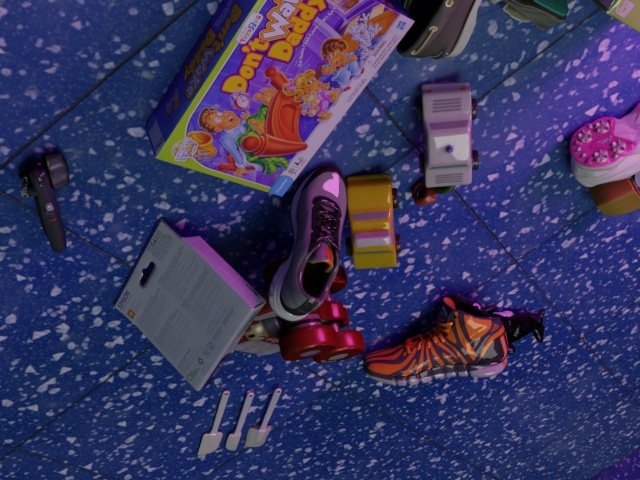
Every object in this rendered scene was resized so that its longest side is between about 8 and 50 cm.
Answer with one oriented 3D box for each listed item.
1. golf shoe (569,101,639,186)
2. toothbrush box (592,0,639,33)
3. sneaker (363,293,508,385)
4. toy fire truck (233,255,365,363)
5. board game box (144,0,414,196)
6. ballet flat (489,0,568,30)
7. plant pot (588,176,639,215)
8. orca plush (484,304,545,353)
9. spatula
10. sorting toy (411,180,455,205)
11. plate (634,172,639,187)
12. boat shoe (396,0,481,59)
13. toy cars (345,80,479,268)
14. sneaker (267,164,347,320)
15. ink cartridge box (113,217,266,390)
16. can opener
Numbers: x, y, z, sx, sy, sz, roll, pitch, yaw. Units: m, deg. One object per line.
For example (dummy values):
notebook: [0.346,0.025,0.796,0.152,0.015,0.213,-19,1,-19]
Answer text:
golf shoe: [0.619,-0.193,1.609,0.306,0.115,0.140,-18,151,0]
toothbrush box: [0.482,-0.386,1.232,0.283,0.206,0.122,11,128,-37]
sneaker: [0.246,0.209,1.841,0.321,0.124,0.180,-8,114,3]
toy fire truck: [-0.079,0.153,1.537,0.254,0.169,0.302,-22,161,21]
board game box: [-0.064,-0.237,1.202,0.233,0.078,0.347,15,126,-39]
ballet flat: [0.289,-0.371,1.258,0.213,0.072,0.068,18,154,-37]
plant pot: [0.602,-0.096,1.715,0.083,0.081,0.081,-32,142,24]
orca plush: [0.425,0.237,1.962,0.287,0.102,0.151,7,130,-34]
spatula: [-0.177,0.407,1.896,0.168,0.019,0.242,2,132,-22]
sorting toy: [0.213,-0.098,1.517,0.102,0.061,0.042,-26,148,37]
plate: [0.729,-0.181,1.732,0.188,0.024,0.188,-15,140,-13]
boat shoe: [0.179,-0.379,1.153,0.091,0.109,0.305,-13,143,-23]
toy cars: [0.151,-0.090,1.425,0.176,0.087,0.394,32,117,-16]
sneaker: [0.000,0.000,1.374,0.100,0.272,0.108,23,158,-25]
ink cartridge box: [-0.226,0.106,1.418,0.223,0.224,0.045,-54,166,32]
can opener: [-0.402,-0.048,1.241,0.073,0.059,0.186,-11,138,-18]
